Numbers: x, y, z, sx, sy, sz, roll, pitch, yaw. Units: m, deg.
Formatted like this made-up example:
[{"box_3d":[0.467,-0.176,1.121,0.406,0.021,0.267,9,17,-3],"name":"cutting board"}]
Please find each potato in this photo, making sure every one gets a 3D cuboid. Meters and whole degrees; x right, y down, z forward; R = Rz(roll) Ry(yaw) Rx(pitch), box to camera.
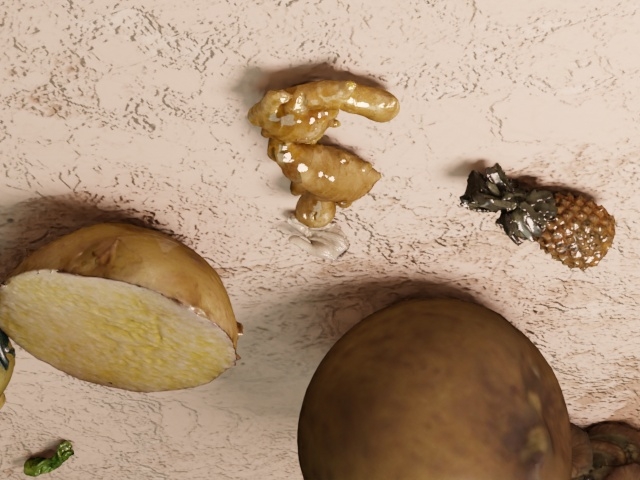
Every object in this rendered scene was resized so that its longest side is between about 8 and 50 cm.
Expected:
[{"box_3d":[-0.204,0.054,1.754,0.239,0.116,0.299,27,150,-26],"name":"potato"}]

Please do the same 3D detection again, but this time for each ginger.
[{"box_3d":[-0.001,-0.090,1.585,0.176,0.052,0.193,23,133,-32],"name":"ginger"}]

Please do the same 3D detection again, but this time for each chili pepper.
[{"box_3d":[-0.344,0.281,2.187,0.091,0.030,0.034,-29,112,35],"name":"chili pepper"}]

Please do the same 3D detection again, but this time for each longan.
[{"box_3d":[0.124,0.217,1.816,0.319,0.319,0.319,0,147,0],"name":"longan"}]

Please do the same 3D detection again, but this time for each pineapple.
[{"box_3d":[0.208,-0.027,1.667,0.159,0.074,0.074,21,142,-21],"name":"pineapple"}]

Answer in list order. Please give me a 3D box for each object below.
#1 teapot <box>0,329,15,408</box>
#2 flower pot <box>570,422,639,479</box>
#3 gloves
[{"box_3d":[-0.432,0.113,1.831,0.269,0.173,0.182,3,119,45],"name":"teapot"},{"box_3d":[0.357,0.374,2.107,0.302,0.213,0.301,-4,123,-6],"name":"flower pot"},{"box_3d":[-0.001,-0.001,1.730,0.081,0.037,0.044,41,95,-26],"name":"gloves"}]
